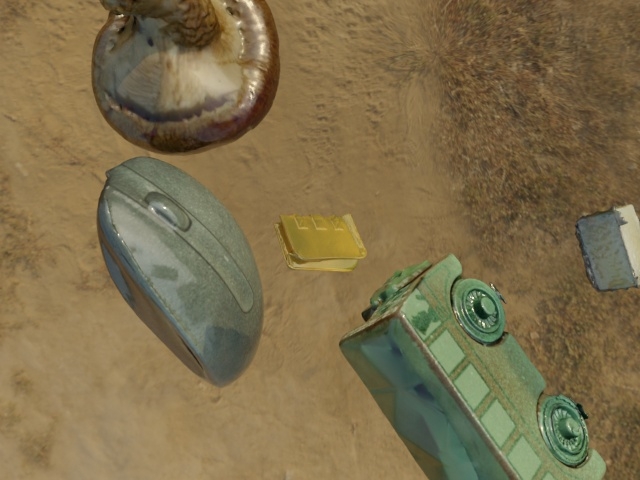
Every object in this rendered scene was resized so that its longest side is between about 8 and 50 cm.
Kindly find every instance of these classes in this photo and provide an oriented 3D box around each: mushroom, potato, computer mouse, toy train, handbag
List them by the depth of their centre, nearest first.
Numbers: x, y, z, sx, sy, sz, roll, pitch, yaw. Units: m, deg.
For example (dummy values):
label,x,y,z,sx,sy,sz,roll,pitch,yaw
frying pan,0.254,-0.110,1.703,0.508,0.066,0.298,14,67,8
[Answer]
label,x,y,z,sx,sy,sz,roll,pitch,yaw
handbag,0.000,0.000,0.606,0.083,0.061,0.027,2,142,-32
toy train,0.164,0.175,0.647,0.326,0.159,0.129,55,140,3
mushroom,-0.177,-0.241,0.808,0.267,0.254,0.267,-2,110,-5
computer mouse,-0.163,0.052,0.838,0.114,0.203,0.374,-2,132,28
potato,0.433,0.010,0.894,0.086,0.061,0.122,-19,86,57
